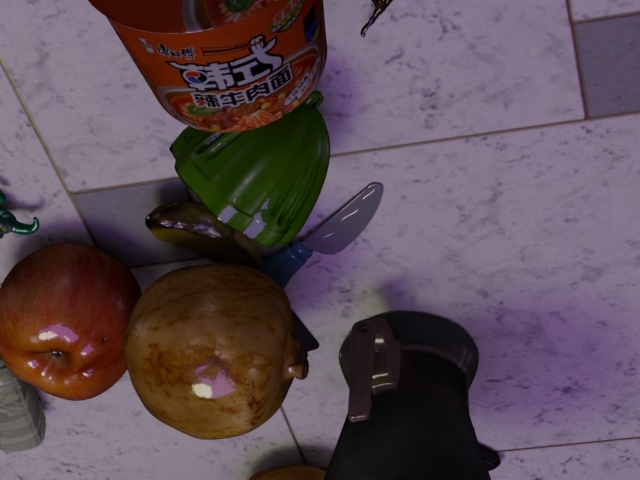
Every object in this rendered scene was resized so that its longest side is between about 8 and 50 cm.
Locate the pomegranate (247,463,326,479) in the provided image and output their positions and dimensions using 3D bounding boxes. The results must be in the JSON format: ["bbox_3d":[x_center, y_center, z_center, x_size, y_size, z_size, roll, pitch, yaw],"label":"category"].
[{"bbox_3d":[-0.042,0.435,2.320,0.207,0.207,0.207,2,137,2],"label":"pomegranate"}]

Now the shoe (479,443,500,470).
[{"bbox_3d":[0.198,0.323,2.293,0.159,0.053,0.062,21,138,-22],"label":"shoe"}]

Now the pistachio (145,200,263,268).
[{"bbox_3d":[-0.140,-0.014,1.949,0.173,0.049,0.089,24,156,-34],"label":"pistachio"}]

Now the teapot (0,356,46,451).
[{"bbox_3d":[-0.433,0.213,2.197,0.107,0.077,0.200,-5,137,4],"label":"teapot"}]

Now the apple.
[{"bbox_3d":[-0.330,0.109,2.012,0.209,0.164,0.209,3,135,3],"label":"apple"}]

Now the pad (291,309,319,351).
[{"bbox_3d":[-0.083,0.116,2.121,0.112,0.003,0.157,-17,134,21],"label":"pad"}]

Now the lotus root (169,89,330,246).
[{"bbox_3d":[-0.053,-0.109,1.775,0.186,0.186,0.186,2,137,2],"label":"lotus root"}]

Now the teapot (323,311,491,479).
[{"bbox_3d":[0.104,0.272,2.027,0.253,0.344,0.300,-14,135,16],"label":"teapot"}]

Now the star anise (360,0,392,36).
[{"bbox_3d":[0.060,-0.283,1.635,0.097,0.070,0.190,34,137,7],"label":"star anise"}]

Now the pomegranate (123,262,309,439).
[{"bbox_3d":[-0.128,0.138,1.941,0.248,0.248,0.248,2,137,2],"label":"pomegranate"}]

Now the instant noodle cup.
[{"bbox_3d":[-0.101,-0.244,1.570,0.250,0.250,0.192,-5,146,9],"label":"instant noodle cup"}]

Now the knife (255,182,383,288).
[{"bbox_3d":[0.001,0.001,1.978,0.244,0.032,0.058,-35,121,29],"label":"knife"}]

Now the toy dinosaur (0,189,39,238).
[{"bbox_3d":[-0.418,-0.034,1.946,0.132,0.059,0.096,18,130,-4],"label":"toy dinosaur"}]
